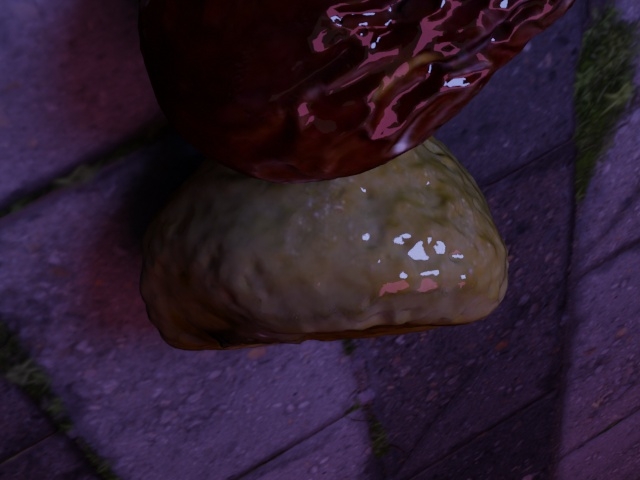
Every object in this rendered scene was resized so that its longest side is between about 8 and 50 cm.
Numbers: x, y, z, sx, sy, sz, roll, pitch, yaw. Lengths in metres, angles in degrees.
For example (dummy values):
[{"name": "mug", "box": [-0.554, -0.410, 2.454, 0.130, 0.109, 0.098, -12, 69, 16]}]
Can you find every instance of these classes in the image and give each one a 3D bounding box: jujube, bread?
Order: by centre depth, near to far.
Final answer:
[{"name": "jujube", "box": [0.021, -0.121, 0.539, 0.236, 0.168, 0.168, -19, 155, 27]}, {"name": "bread", "box": [0.000, 0.000, 0.701, 0.244, 0.134, 0.244, -2, 174, 0]}]
